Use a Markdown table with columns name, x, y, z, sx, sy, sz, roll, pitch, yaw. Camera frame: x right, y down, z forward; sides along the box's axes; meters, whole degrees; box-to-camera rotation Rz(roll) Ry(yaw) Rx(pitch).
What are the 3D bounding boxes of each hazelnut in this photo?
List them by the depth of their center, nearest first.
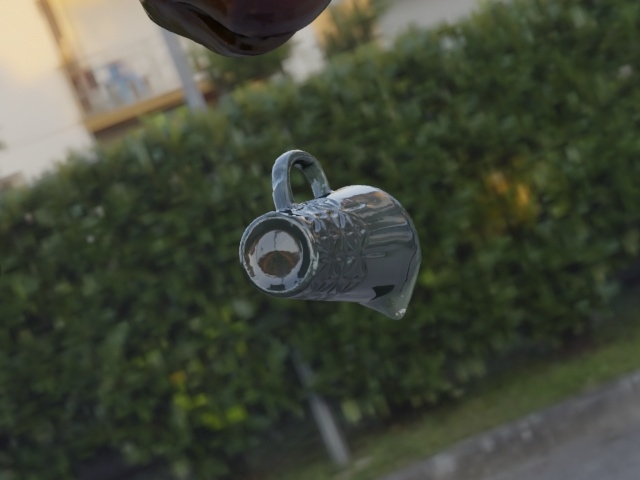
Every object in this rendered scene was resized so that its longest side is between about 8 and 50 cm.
| name | x | y | z | sx | sy | sz | roll | pitch | yaw |
| --- | --- | --- | --- | --- | --- | --- | --- | --- | --- |
| hazelnut | -0.090 | -0.302 | 1.606 | 0.217 | 0.217 | 0.251 | -24 | 12 | -34 |

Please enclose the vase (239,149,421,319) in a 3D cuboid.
| name | x | y | z | sx | sy | sz | roll | pitch | yaw |
| --- | --- | --- | --- | --- | --- | --- | --- | --- | --- |
| vase | 0.000 | 0.000 | 1.954 | 0.156 | 0.251 | 0.301 | -29 | -7 | 21 |
